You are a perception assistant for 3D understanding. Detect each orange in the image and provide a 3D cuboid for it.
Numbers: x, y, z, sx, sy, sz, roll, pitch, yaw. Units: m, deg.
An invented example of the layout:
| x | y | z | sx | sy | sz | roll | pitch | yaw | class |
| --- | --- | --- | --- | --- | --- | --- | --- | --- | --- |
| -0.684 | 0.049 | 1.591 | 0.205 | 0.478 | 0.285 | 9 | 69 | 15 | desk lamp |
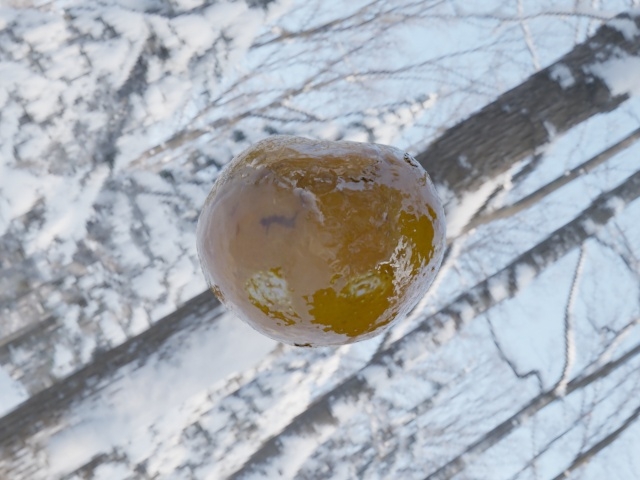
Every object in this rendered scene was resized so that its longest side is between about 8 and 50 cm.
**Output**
| x | y | z | sx | sy | sz | roll | pitch | yaw | class |
| --- | --- | --- | --- | --- | --- | --- | --- | --- | --- |
| 0.000 | 0.000 | 0.340 | 0.083 | 0.083 | 0.070 | -161 | -109 | -63 | orange |
